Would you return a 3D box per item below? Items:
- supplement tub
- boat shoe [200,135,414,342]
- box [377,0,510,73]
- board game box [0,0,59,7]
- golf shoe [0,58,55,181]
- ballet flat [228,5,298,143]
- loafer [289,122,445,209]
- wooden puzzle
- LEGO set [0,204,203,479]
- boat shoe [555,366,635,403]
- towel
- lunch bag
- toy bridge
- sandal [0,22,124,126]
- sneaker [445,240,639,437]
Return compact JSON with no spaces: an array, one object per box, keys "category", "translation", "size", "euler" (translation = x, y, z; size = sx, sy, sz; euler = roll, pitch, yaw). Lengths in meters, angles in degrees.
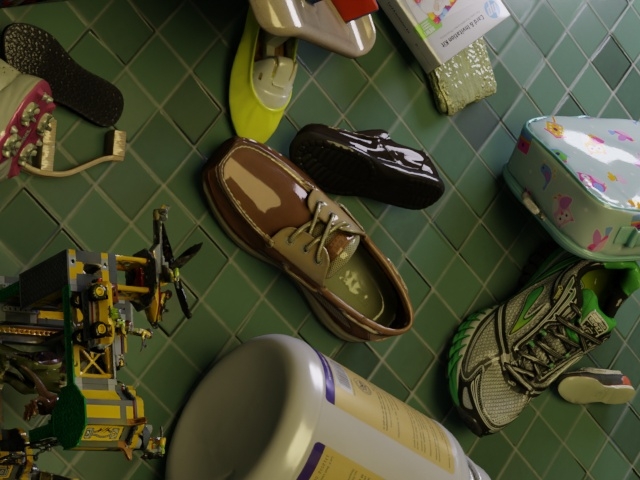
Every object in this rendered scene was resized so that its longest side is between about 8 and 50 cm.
[{"category":"supplement tub","translation":[0.018,0.276,1.863],"size":[0.331,0.241,0.241],"euler":[34,68,-30]},{"category":"boat shoe","translation":[0.000,0.000,1.936],"size":[0.324,0.120,0.122],"euler":[44,71,-26]},{"category":"box","translation":[0.138,-0.326,2.093],"size":[0.145,0.038,0.186],"euler":[-37,96,-32]},{"category":"board game box","translation":[-0.218,-0.296,1.686],"size":[0.193,0.305,0.053],"euler":[-13,94,-37]},{"category":"golf shoe","translation":[-0.403,-0.060,1.674],"size":[0.140,0.115,0.306],"euler":[33,77,8]},{"category":"ballet flat","translation":[-0.056,-0.227,1.942],"size":[0.077,0.077,0.231],"euler":[15,78,-36]},{"category":"loafer","translation":[0.052,-0.099,2.027],"size":[0.220,0.080,0.078],"euler":[19,43,-33]},{"category":"wooden puzzle","translation":[-0.026,-0.374,1.842],"size":[0.322,0.080,0.348],"euler":[71,18,3]},{"category":"LEGO set","translation":[-0.229,0.131,1.668],"size":[0.192,0.331,0.255],"euler":[7,62,-38]},{"category":"boat shoe","translation":[0.373,0.195,2.254],"size":[0.137,0.049,0.043],"euler":[8,40,-33]},{"category":"towel","translation":[0.173,-0.245,2.144],"size":[0.110,0.027,0.148],"euler":[-26,101,-35]},{"category":"lunch bag","translation":[0.389,-0.062,2.173],"size":[0.279,0.224,0.108],"euler":[-1,132,-36]},{"category":"toy bridge","translation":[-0.301,-0.101,1.786],"size":[0.188,0.026,0.063],"euler":[7,84,-35]},{"category":"sandal","translation":[-0.290,-0.177,1.797],"size":[0.179,0.040,0.067],"euler":[35,72,-45]},{"category":"sneaker","translation":[0.289,0.117,2.132],"size":[0.343,0.146,0.134],"euler":[-49,114,-27]}]
